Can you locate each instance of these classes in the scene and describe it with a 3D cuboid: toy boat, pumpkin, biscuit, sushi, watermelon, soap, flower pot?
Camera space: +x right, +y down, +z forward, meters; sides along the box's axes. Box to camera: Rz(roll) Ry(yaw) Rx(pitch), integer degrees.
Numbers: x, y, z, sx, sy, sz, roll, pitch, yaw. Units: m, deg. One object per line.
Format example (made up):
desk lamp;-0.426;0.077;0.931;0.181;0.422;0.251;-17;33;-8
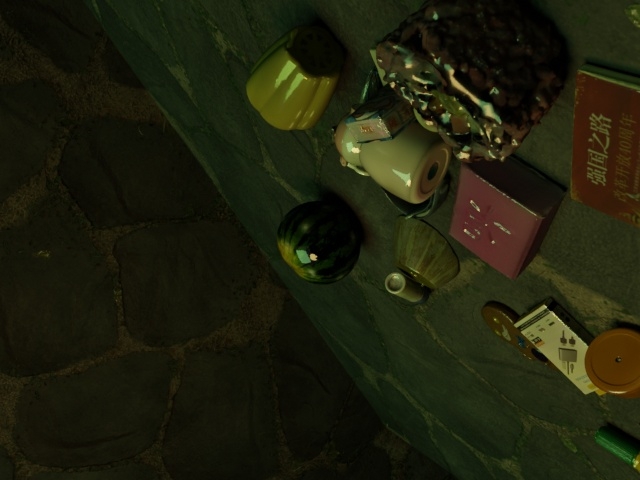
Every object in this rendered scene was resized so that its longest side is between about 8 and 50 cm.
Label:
toy boat;0.106;-0.285;1.257;0.066;0.084;0.210;37;150;21
pumpkin;0.255;0.049;1.549;0.217;0.110;0.217;36;160;15
biscuit;0.498;0.235;1.465;0.236;0.039;0.180;34;159;43
sushi;0.222;-0.244;0.898;0.270;0.171;0.236;45;162;-4
watermelon;-0.004;0.002;1.819;0.269;0.269;0.269;43;161;18
soap;0.348;-0.050;1.146;0.181;0.081;0.259;41;161;23
flower pot;-0.043;-0.363;1.283;0.195;0.195;0.179;50;149;-3

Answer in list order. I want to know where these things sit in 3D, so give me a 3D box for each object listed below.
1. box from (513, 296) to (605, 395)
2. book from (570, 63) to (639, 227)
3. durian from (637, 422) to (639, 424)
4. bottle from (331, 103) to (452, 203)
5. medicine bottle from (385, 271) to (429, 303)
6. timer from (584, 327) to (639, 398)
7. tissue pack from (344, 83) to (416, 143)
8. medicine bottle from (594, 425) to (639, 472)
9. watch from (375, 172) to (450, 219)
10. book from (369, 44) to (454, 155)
box;0.556;0.243;1.301;0.247;0.033;0.129;45;148;11
book;0.513;-0.078;0.790;0.374;0.028;0.262;33;158;39
durian;0.699;0.308;1.031;0.191;0.112;0.341;49;156;26
bottle;0.129;-0.185;1.176;0.236;0.147;0.147;32;156;28
medicine bottle;0.248;0.137;1.656;0.059;0.059;0.231;39;-174;29
timer;0.611;0.257;1.146;0.152;0.132;0.132;33;173;-33
tissue pack;0.134;-0.243;1.062;0.065;0.155;0.115;57;158;-20
medicine bottle;0.769;0.522;1.369;0.260;0.064;0.095;31;155;46
watch;0.203;-0.133;1.344;0.193;0.068;0.206;40;158;28
book;0.192;-0.272;1.150;0.162;0.022;0.232;23;149;47
